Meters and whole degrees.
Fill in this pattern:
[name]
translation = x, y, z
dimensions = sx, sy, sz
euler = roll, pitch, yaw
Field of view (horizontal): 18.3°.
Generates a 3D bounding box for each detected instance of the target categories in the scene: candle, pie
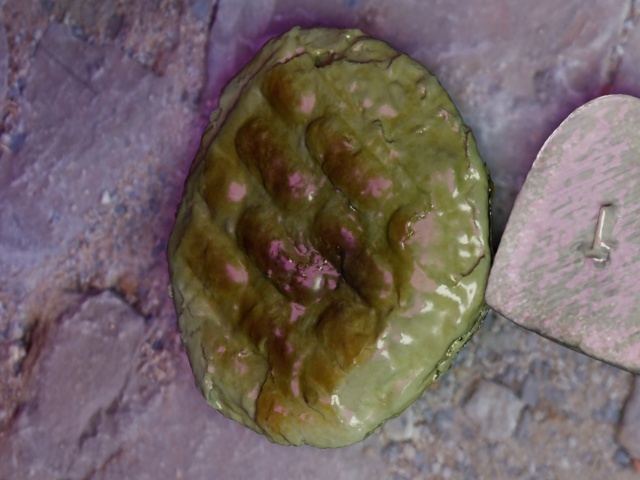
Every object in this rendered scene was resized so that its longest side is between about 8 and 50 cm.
[candle]
translation = 0.188, 0.011, 1.293
dimensions = 0.168, 0.068, 0.192
euler = -25, 70, 24
[pie]
translation = 0.000, 0.000, 1.400
dimensions = 0.306, 0.071, 0.306
euler = -5, 82, 39
